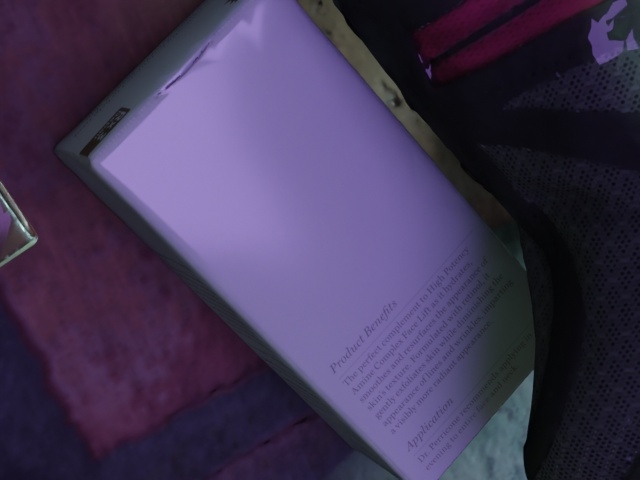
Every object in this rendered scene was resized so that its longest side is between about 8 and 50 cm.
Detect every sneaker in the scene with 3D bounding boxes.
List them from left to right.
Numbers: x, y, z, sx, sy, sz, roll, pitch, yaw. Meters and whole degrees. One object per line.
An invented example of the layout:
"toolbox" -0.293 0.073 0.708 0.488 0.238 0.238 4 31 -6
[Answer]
"sneaker" 0.092 -0.112 0.543 0.202 0.185 0.483 -5 96 12

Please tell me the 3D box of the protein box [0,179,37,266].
"protein box" -0.234 -0.012 0.432 0.201 0.200 0.136 -36 111 -15

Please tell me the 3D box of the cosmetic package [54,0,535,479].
"cosmetic package" 0.000 0.000 0.606 0.117 0.085 0.231 -46 111 -12
